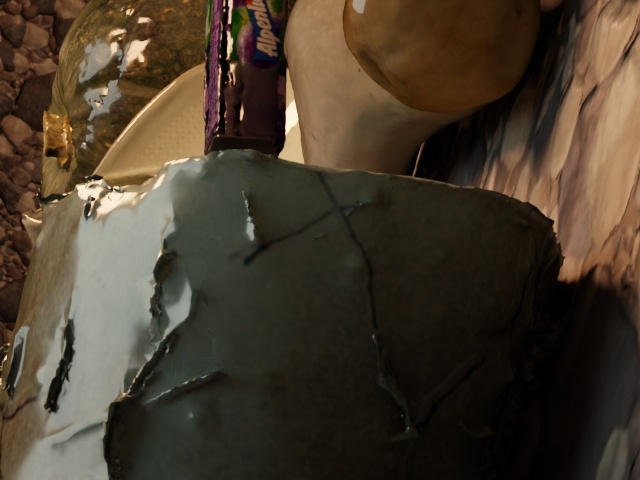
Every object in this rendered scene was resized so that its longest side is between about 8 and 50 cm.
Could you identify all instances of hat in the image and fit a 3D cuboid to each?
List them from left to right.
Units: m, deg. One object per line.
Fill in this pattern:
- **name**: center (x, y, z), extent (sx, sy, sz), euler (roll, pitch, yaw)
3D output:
- **hat**: center (-0.076, -0.004, 1.582), extent (0.301, 0.258, 0.168), euler (-53, -37, -6)

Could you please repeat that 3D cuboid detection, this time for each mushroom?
- **mushroom**: center (0.050, -0.097, 1.061), extent (0.328, 0.122, 0.159), euler (156, 93, -81)

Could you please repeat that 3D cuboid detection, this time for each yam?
- **yam**: center (-0.038, 0.147, 0.776), extent (0.241, 0.241, 0.348), euler (150, 134, -79)

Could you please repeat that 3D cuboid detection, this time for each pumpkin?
- **pumpkin**: center (-0.132, -0.096, 1.771), extent (0.291, 0.257, 0.328), euler (-134, 51, -66)

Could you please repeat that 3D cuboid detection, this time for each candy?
- **candy**: center (-0.056, -0.200, 1.492), extent (0.088, 0.061, 0.312), euler (118, 155, -66)
